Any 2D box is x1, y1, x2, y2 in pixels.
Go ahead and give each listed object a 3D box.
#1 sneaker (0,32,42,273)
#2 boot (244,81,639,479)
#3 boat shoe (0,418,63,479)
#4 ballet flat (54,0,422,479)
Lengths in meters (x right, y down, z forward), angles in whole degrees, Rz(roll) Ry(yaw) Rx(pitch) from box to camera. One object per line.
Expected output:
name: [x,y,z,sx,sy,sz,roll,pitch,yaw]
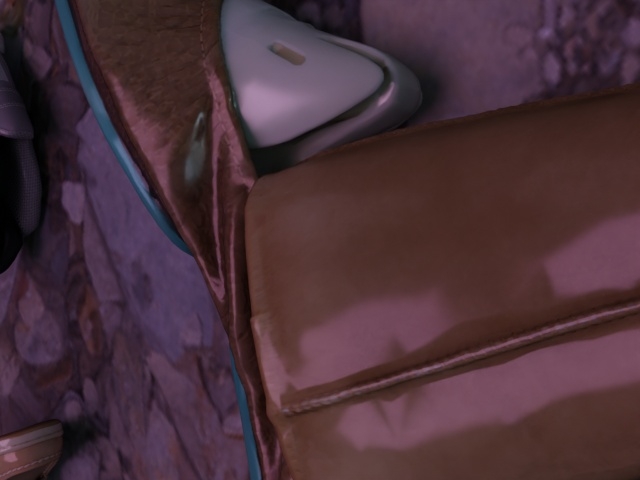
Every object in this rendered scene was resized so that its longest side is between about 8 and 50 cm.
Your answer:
sneaker: [-0.239,-0.014,0.759,0.229,0.086,0.132,-49,64,34]
boot: [0.118,0.056,0.372,0.269,0.089,0.236,-17,69,26]
boat shoe: [-0.189,0.152,0.746,0.170,0.063,0.059,-38,71,50]
ballet flat: [0.000,0.000,0.521,0.124,0.116,0.342,-26,76,23]
